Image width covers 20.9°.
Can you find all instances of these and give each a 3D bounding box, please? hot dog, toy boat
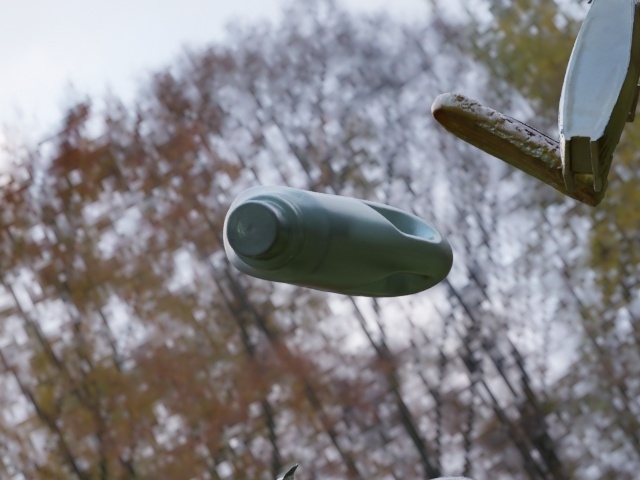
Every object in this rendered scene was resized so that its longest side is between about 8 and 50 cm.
[{"bbox_3d":[0.223,-0.106,1.927,0.047,0.216,0.066,-58,-10,-20],"label":"hot dog"},{"bbox_3d":[0.243,-0.130,1.483,0.064,0.206,0.072,3,-33,26],"label":"toy boat"}]

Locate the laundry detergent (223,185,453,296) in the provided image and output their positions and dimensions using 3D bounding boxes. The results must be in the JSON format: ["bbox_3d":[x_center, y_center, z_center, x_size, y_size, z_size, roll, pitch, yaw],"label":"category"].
[{"bbox_3d":[0.000,0.000,2.077,0.398,0.264,0.124,12,-92,-73],"label":"laundry detergent"}]

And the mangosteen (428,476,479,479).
[{"bbox_3d":[0.138,0.373,1.933,0.215,0.215,0.257,-38,-13,12],"label":"mangosteen"}]

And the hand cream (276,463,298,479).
[{"bbox_3d":[-0.072,0.271,1.451,0.194,0.042,0.067,-57,-11,1],"label":"hand cream"}]
